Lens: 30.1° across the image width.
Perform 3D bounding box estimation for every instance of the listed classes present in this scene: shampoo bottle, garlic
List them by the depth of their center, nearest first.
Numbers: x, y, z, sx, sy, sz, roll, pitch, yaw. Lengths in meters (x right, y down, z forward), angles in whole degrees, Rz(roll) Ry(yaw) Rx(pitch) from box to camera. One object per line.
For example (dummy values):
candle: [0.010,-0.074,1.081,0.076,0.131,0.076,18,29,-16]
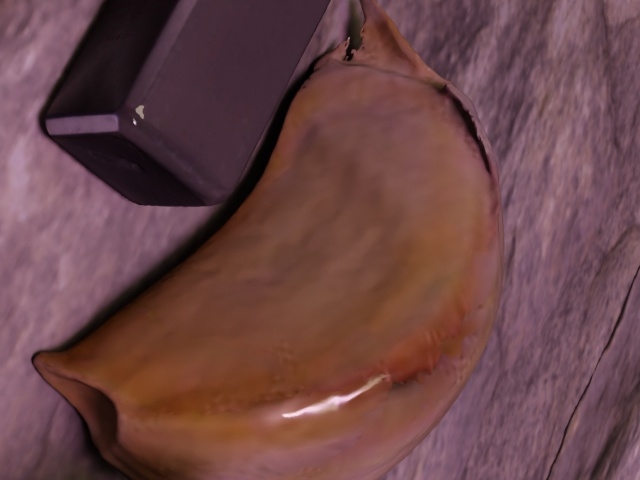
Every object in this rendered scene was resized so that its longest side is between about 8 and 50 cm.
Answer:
shampoo bottle: [-0.044,-0.137,0.612,0.079,0.080,0.246,41,64,-38]
garlic: [0.016,0.000,0.646,0.196,0.151,0.338,39,66,-14]
